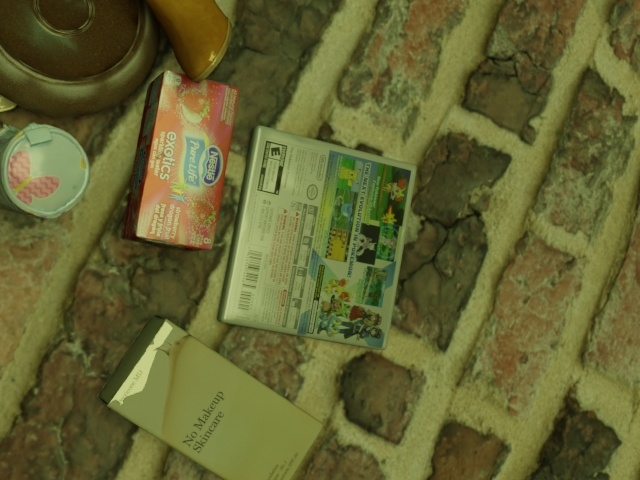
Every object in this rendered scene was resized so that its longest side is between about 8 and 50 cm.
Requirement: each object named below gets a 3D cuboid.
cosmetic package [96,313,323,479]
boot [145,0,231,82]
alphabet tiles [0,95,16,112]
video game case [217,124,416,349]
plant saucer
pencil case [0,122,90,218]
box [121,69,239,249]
[{"bbox_3d":[-0.170,0.265,1.434,0.309,0.113,0.160,36,77,-18],"label":"cosmetic package"},{"bbox_3d":[-0.242,-0.367,1.335,0.104,0.295,0.211,-39,129,21],"label":"boot"},{"bbox_3d":[-0.562,-0.306,1.337,0.284,0.021,0.277,-19,96,-21],"label":"alphabet tiles"},{"bbox_3d":[0.000,0.000,1.547,0.300,0.036,0.328,12,84,-21],"label":"video game case"},{"bbox_3d":[-0.384,-0.339,1.365,0.311,0.050,0.310,5,78,-25],"label":"plant saucer"},{"bbox_3d":[-0.402,-0.099,1.266,0.114,0.273,0.124,0,96,-28],"label":"pencil case"},{"bbox_3d":[-0.217,-0.116,1.413,0.123,0.128,0.256,11,84,-21],"label":"box"}]
